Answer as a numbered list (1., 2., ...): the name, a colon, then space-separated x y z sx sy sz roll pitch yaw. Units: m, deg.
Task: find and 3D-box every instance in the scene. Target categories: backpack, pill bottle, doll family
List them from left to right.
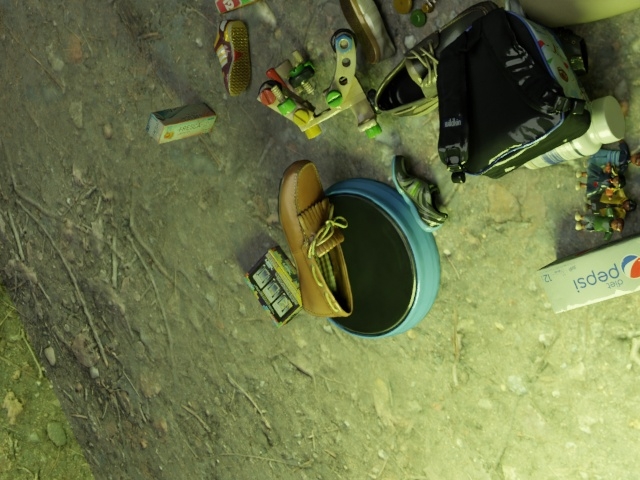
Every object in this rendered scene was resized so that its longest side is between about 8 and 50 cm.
1. backpack: 0.340 -0.267 1.590 0.276 0.213 0.264 -28 74 35
2. pill bottle: 0.469 -0.207 1.680 0.186 0.112 0.112 -14 96 42
3. doll family: 0.548 -0.098 1.680 0.111 0.076 0.193 7 107 44

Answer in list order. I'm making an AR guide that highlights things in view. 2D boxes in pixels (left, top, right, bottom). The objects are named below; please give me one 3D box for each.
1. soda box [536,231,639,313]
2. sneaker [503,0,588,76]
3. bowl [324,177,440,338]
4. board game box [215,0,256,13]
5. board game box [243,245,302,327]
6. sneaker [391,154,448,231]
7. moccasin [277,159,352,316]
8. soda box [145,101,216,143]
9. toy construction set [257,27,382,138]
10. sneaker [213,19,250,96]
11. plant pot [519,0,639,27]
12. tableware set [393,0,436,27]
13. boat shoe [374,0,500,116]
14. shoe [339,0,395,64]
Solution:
1. soda box: 0.568 0.052 1.704 0.286 0.091 0.098 -25 88 42
2. sneaker: 0.428 -0.401 1.678 0.118 0.083 0.222 -14 100 33
3. bowl: 0.100 0.049 2.112 0.391 0.077 0.391 15 114 36
4. board game box: -0.163 -0.632 2.119 0.259 0.039 0.124 -7 102 39
5. board game box: -0.110 0.122 2.336 0.170 0.048 0.141 55 130 11
6. sneaker: 0.220 -0.111 1.970 0.078 0.067 0.188 -34 80 21
7. moccasin: -0.002 0.001 2.034 0.146 0.139 0.380 3 108 39
8. soda box: -0.358 -0.305 2.299 0.063 0.183 0.058 44 128 21
9. toy construction set: 0.008 -0.307 1.988 0.237 0.257 0.309 53 168 -17
10. sneaker: -0.224 -0.455 2.217 0.083 0.069 0.186 18 111 45
11. plant pot: 0.470 -0.479 1.515 0.274 0.256 0.257 -29 86 58
12. tableware set: 0.184 -0.529 1.868 0.154 0.024 0.104 52 134 12
13. boat shoe: 0.234 -0.343 1.785 0.132 0.130 0.355 59 143 9
14. shoe: 0.096 -0.488 1.940 0.219 0.058 0.076 66 165 6
